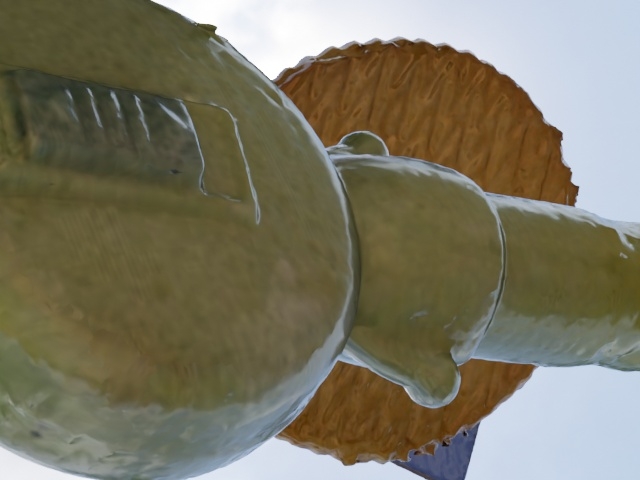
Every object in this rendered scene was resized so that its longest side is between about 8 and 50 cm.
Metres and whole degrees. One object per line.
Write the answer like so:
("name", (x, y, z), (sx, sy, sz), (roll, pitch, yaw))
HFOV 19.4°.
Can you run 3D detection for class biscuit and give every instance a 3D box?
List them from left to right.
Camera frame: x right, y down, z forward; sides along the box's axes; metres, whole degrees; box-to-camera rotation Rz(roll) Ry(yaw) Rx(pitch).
("biscuit", (0.038, 0.005, 1.095), (0.254, 0.035, 0.254), (-3, -81, -19))

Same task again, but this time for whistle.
("whistle", (0.000, 0.000, 0.386), (0.198, 0.057, 0.104), (8, -129, -32))

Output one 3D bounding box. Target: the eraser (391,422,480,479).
("eraser", (0.017, 0.091, 1.287), (0.225, 0.082, 0.036), (23, -158, 26))
